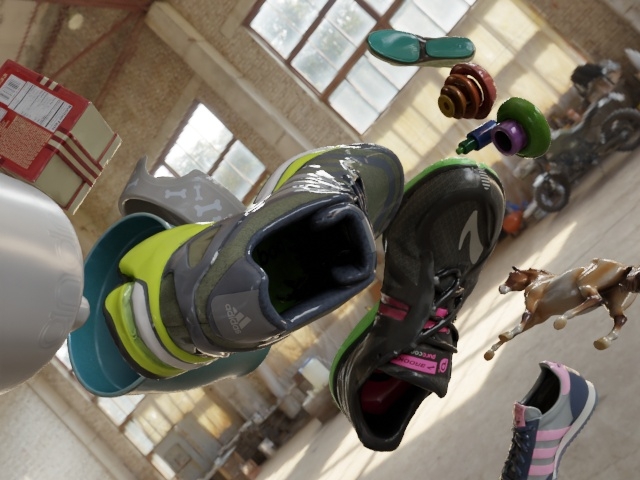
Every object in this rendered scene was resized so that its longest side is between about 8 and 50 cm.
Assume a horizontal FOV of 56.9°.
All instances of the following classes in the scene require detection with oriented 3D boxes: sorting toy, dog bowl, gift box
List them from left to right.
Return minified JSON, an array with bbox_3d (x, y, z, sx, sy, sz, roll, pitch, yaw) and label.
[{"bbox_3d":[-0.650,-0.244,1.376,0.255,0.276,0.258,-56,-7,-13],"label":"gift box"},{"bbox_3d":[-0.298,-0.032,1.329,0.102,0.348,0.349,-58,2,-28],"label":"dog bowl"},{"bbox_3d":[0.127,-0.093,0.465,0.042,0.102,0.061,-33,-26,-15],"label":"sorting toy"}]

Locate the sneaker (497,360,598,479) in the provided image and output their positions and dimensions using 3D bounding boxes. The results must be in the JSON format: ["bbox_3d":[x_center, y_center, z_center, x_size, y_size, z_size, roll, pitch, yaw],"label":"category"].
[{"bbox_3d":[0.388,0.372,1.109,0.319,0.131,0.112,-57,19,-13],"label":"sneaker"}]

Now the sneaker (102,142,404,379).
[{"bbox_3d":[0.000,0.000,0.428,0.121,0.111,0.300,-8,21,38],"label":"sneaker"}]

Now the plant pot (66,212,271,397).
[{"bbox_3d":[-0.219,0.121,0.956,0.272,0.272,0.255,-47,-38,16],"label":"plant pot"}]

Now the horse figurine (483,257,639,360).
[{"bbox_3d":[0.311,0.074,0.743,0.174,0.066,0.263,-38,4,-33],"label":"horse figurine"}]

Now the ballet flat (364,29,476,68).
[{"bbox_3d":[0.147,-0.277,0.885,0.052,0.168,0.057,107,168,-77],"label":"ballet flat"}]

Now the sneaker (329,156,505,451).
[{"bbox_3d":[0.155,0.112,0.863,0.202,0.185,0.483,-109,31,-59],"label":"sneaker"}]

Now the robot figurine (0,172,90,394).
[{"bbox_3d":[-0.321,0.021,0.435,0.199,0.300,0.353,-26,-14,5],"label":"robot figurine"}]
